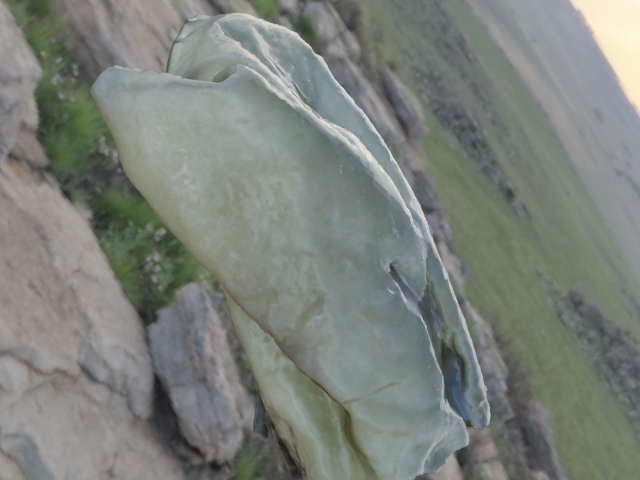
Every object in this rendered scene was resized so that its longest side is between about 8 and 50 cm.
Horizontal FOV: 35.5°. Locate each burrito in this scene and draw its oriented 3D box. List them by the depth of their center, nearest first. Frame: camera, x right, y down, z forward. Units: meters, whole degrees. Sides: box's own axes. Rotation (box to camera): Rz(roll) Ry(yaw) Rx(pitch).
[{"bbox_3d":[-0.001,0.001,0.665,0.190,0.135,0.332,-39,110,-43],"label":"burrito"}]
